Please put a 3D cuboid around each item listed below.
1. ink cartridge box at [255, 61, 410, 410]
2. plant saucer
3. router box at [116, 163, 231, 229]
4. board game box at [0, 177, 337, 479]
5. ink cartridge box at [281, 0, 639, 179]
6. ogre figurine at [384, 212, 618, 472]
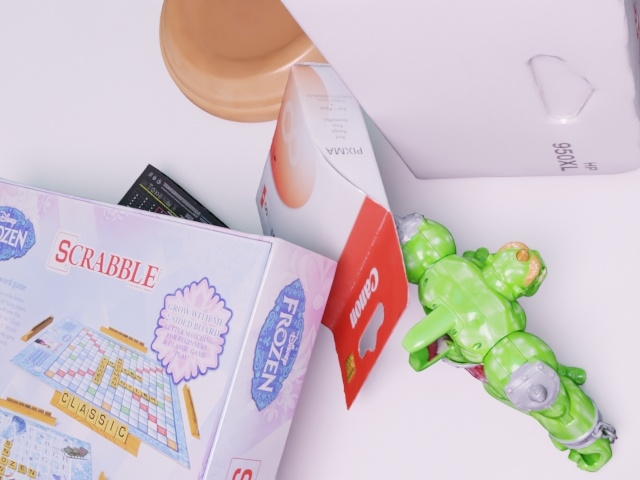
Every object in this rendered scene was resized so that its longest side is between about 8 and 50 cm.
[{"bbox_3d":[0.000,0.000,0.601,0.045,0.145,0.179,0,55,-16],"label":"ink cartridge box"},{"bbox_3d":[-0.046,-0.193,0.751,0.199,0.037,0.200,-6,72,20],"label":"plant saucer"},{"bbox_3d":[-0.113,0.013,0.710,0.122,0.038,0.092,39,90,27],"label":"router box"},{"bbox_3d":[-0.168,0.130,0.624,0.318,0.066,0.318,13,84,39],"label":"board game box"},{"bbox_3d":[0.107,-0.267,0.574,0.166,0.285,0.395,-2,72,22],"label":"ink cartridge box"},{"bbox_3d":[0.100,0.052,0.570,0.096,0.118,0.197,-23,67,13],"label":"ogre figurine"}]
